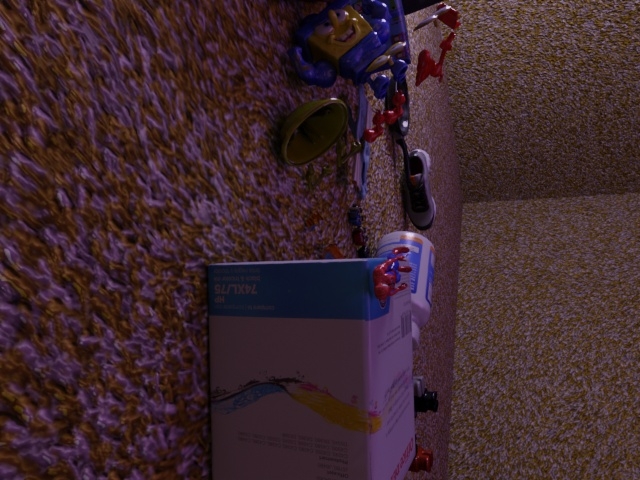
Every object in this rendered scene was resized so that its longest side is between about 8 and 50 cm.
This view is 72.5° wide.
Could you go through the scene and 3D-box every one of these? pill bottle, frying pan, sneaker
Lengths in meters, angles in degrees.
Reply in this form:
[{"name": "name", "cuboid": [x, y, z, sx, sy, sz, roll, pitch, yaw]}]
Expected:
[{"name": "pill bottle", "cuboid": [0.192, 0.124, 1.056, 0.152, 0.152, 0.272, 64, 34, -44]}, {"name": "frying pan", "cuboid": [0.256, -0.363, 1.371, 0.197, 0.053, 0.326, -57, 141, -53]}, {"name": "sneaker", "cuboid": [0.319, -0.165, 1.445, 0.108, 0.100, 0.271, -22, 105, -65]}]

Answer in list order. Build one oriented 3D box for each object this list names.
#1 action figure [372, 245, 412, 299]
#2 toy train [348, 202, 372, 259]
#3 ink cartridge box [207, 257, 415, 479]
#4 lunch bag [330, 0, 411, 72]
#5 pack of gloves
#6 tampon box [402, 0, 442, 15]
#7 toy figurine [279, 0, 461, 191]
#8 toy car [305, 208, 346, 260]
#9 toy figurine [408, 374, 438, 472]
[{"name": "action figure", "cuboid": [0.075, 0.034, 0.451, 0.115, 0.030, 0.038, -31, 118, -62]}, {"name": "toy train", "cuboid": [0.088, -0.010, 0.983, 0.036, 0.027, 0.158, -47, 132, -44]}, {"name": "ink cartridge box", "cuboid": [0.000, 0.158, 0.542, 0.198, 0.197, 0.269, 5, 83, -66]}, {"name": "lunch bag", "cuboid": [0.116, -0.531, 0.987, 0.293, 0.138, 0.220, -77, 151, -52]}, {"name": "pack of gloves", "cuboid": [0.080, -0.217, 0.986, 0.195, 0.046, 0.231, 40, 54, -75]}, {"name": "tampon box", "cuboid": [0.195, -0.589, 0.934, 0.120, 0.102, 0.161, 62, 10, -51]}, {"name": "toy figurine", "cuboid": [0.027, -0.291, 0.744, 0.362, 0.217, 0.191, -42, 161, -5]}, {"name": "toy car", "cuboid": [0.000, 0.000, 0.787, 0.041, 0.060, 0.122, -37, 114, -10]}, {"name": "toy figurine", "cuboid": [0.174, 0.415, 1.016, 0.209, 0.148, 0.213, 50, 45, -46]}]
